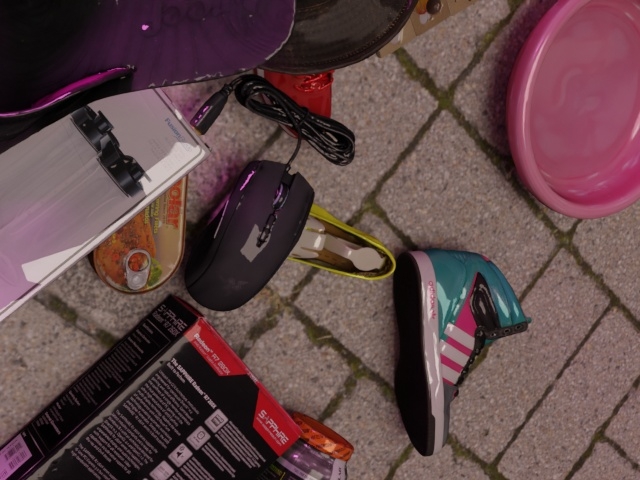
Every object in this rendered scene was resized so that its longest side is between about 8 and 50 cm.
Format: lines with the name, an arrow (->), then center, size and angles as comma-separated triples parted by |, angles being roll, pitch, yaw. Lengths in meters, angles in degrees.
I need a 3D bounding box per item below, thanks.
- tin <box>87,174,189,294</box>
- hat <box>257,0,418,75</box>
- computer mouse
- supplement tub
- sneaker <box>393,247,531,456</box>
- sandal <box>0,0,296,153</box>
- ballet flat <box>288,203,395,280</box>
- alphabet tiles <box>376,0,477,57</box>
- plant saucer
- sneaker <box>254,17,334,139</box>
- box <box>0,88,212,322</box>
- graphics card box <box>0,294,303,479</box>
tin -> -0.201, -0.034, 1.096 | 0.106, 0.040, 0.189 | -2, 107, -27
hat -> -0.036, -0.323, 0.956 | 0.332, 0.134, 0.331 | 1, 86, -11
computer mouse -> -0.086, -0.049, 1.095 | 0.184, 0.060, 0.262 | 35, 93, -25
supplement tub -> -0.043, 0.323, 1.270 | 0.117, 0.117, 0.190 | 31, 90, -36
sneaker -> 0.197, 0.143, 1.360 | 0.179, 0.124, 0.295 | -9, 111, -19
sandal -> -0.240, -0.170, 0.848 | 0.446, 0.107, 0.167 | -19, 99, 0
ballet flat -> 0.000, 0.000, 1.207 | 0.231, 0.077, 0.077 | 20, 97, -35
alphabet tiles -> 0.080, -0.401, 1.157 | 0.285, 0.011, 0.342 | -34, 121, -18
plant saucer -> 0.375, -0.197, 1.368 | 0.332, 0.084, 0.332 | -11, 113, -28
sneaker -> -0.012, -0.204, 1.096 | 0.087, 0.128, 0.221 | -27, 119, -22
box -> -0.272, -0.059, 0.978 | 0.290, 0.087, 0.169 | -42, 101, -13
graphics card box -> -0.225, 0.269, 1.152 | 0.371, 0.094, 0.232 | -44, 124, -13
